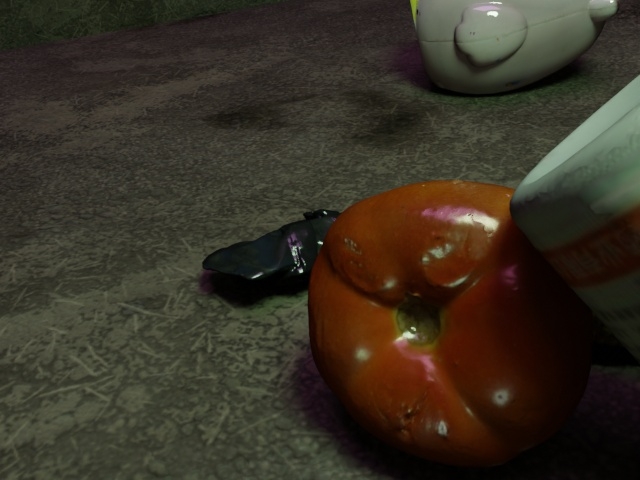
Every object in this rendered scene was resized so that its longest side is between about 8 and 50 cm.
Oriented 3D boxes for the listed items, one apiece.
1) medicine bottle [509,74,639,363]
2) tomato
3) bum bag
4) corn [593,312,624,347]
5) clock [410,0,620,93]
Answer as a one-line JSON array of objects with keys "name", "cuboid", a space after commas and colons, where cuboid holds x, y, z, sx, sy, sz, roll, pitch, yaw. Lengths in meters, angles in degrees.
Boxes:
[{"name": "medicine bottle", "cuboid": [0.317, 0.048, 0.430, 0.371, 0.211, 0.211, 49, 48, 3]}, {"name": "tomato", "cuboid": [0.113, 0.069, 0.605, 0.260, 0.260, 0.180, 15, 7, 31]}, {"name": "bum bag", "cuboid": [0.000, 0.000, 0.879, 0.310, 0.074, 0.137, -19, 23, -21]}, {"name": "corn", "cuboid": [0.278, 0.045, 0.704, 0.347, 0.130, 0.130, 9, 34, 19]}, {"name": "clock", "cuboid": [0.384, -0.446, 1.379, 0.376, 0.250, 0.368, -5, 29, 15]}]
